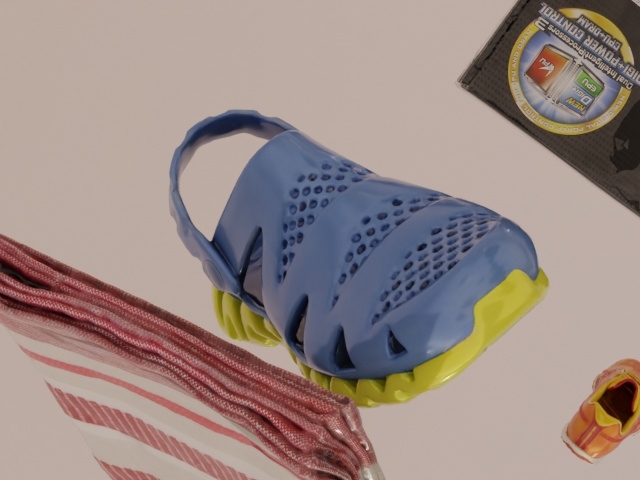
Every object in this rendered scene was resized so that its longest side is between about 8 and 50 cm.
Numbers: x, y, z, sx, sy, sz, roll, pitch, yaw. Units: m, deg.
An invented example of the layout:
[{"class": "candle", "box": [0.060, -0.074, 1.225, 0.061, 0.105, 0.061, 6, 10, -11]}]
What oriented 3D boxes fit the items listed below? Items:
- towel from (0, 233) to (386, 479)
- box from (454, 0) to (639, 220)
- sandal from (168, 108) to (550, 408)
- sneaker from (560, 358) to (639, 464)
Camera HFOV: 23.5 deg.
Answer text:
[{"class": "towel", "box": [-0.053, 0.131, 0.820, 0.037, 0.237, 0.329, -54, -32, -23]}, {"class": "box", "box": [0.258, -0.110, 1.005, 0.270, 0.060, 0.216, 36, -86, -2]}, {"class": "sandal", "box": [0.000, 0.000, 0.859, 0.126, 0.317, 0.138, -38, -68, -23]}, {"class": "sneaker", "box": [0.276, 0.147, 1.401, 0.064, 0.175, 0.067, 40, -61, 7]}]
